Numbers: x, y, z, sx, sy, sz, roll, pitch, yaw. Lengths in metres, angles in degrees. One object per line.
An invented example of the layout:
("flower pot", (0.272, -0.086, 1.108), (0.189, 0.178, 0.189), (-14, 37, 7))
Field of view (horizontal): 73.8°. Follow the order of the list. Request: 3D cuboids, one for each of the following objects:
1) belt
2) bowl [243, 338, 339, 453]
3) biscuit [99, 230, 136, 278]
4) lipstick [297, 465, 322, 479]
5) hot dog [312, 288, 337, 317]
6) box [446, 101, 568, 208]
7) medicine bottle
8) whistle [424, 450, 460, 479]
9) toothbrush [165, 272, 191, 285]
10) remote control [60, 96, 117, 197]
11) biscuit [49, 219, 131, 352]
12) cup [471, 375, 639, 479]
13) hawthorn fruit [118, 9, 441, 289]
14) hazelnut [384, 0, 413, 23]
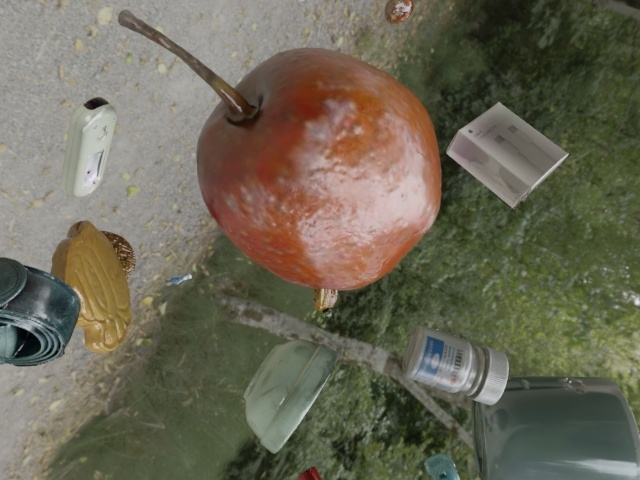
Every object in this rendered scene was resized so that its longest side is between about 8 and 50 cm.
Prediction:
("belt", (-0.526, 0.121, 0.722), (0.267, 0.206, 0.116), (-36, -141, 37))
("bowl", (-0.095, 0.396, 1.158), (0.307, 0.163, 0.307), (-57, 173, -11))
("biscuit", (-0.660, 0.054, 1.302), (0.027, 0.187, 0.188), (-34, 180, 41))
("lipstick", (0.022, 0.789, 1.209), (0.073, 0.279, 0.073), (-26, 154, -14))
("hot dog", (0.012, 0.092, 1.047), (0.072, 0.055, 0.188), (0, 96, -61))
("box", (0.516, -0.241, 1.188), (0.203, 0.251, 0.106), (-36, 160, -25))
("medicine bottle", (0.247, 0.230, 0.794), (0.105, 0.168, 0.105), (18, 90, -87))
("whistle", (0.408, 0.780, 1.332), (0.093, 0.274, 0.186), (-21, 116, 0))
("toothbrush", (-0.244, 0.067, 0.727), (0.017, 0.014, 0.162), (-24, -175, -30))
("remote control", (-0.405, -0.154, 0.747), (0.221, 0.042, 0.078), (-48, -177, 41))
("biscuit", (-0.571, 0.122, 1.092), (0.057, 0.351, 0.312), (-17, 118, -3))
("cup", (0.487, 0.439, 0.958), (0.356, 0.275, 0.259), (60, 32, -67))
("hawthorn fruit", (-0.006, -0.061, 0.416), (0.263, 0.235, 0.231), (-26, 134, -53))
("hazelnut", (0.219, -0.657, 1.205), (0.086, 0.086, 0.086), (-48, 159, -25))
